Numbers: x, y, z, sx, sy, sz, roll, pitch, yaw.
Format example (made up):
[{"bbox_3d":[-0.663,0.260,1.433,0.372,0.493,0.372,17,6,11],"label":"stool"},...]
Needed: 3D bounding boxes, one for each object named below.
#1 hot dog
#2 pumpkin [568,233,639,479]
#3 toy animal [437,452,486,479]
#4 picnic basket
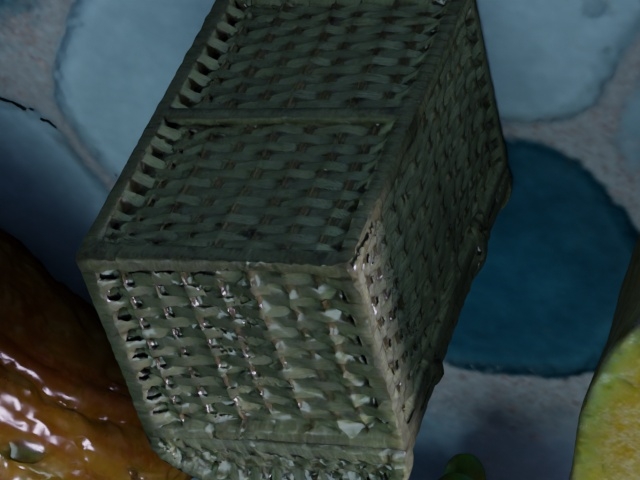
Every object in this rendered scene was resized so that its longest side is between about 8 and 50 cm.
[{"bbox_3d":[-0.247,0.059,1.102,0.387,0.174,0.267,40,138,-17],"label":"hot dog"},{"bbox_3d":[0.273,0.047,0.840,0.332,0.199,0.332,10,141,8],"label":"pumpkin"},{"bbox_3d":[0.044,0.256,1.103,0.247,0.310,0.183,-44,123,6],"label":"toy animal"},{"bbox_3d":[0.000,0.000,0.908,0.134,0.196,0.154,0,131,22],"label":"picnic basket"}]
